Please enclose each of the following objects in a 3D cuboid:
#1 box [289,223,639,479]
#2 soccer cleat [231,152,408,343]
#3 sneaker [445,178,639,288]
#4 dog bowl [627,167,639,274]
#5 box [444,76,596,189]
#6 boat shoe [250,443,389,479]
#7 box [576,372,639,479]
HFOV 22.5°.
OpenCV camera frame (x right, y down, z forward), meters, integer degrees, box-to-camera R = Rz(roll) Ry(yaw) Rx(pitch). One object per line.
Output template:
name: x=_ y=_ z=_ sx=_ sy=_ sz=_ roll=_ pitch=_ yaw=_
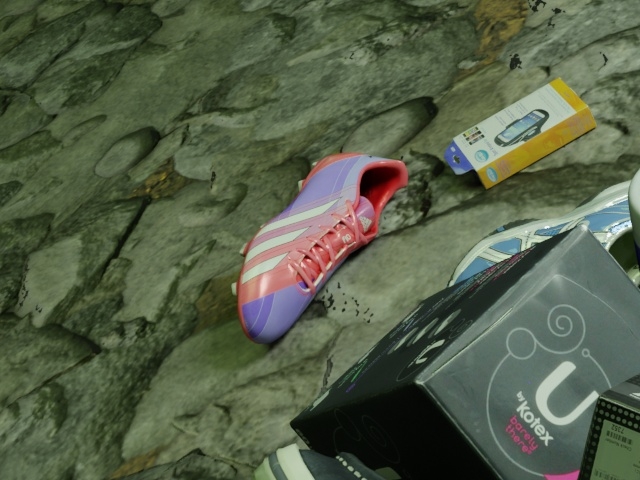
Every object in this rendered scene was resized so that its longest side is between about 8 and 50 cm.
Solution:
box: x=0.112 y=0.117 z=0.991 sx=0.143 sy=0.165 sz=0.270 roll=-41 pitch=1 yaw=-19
soccer cleat: x=0.000 y=0.000 z=1.489 sx=0.095 sy=0.083 sz=0.248 roll=-5 pitch=34 yaw=32
sneaker: x=0.191 y=0.021 z=1.264 sx=0.211 sy=0.080 sz=0.081 roll=-30 pitch=25 yaw=4
dog bowl: x=0.341 y=-0.004 z=1.058 sx=0.265 sy=0.104 sz=0.265 roll=-11 pitch=20 yaw=4
box: x=0.185 y=-0.098 z=1.521 sx=0.136 sy=0.028 sz=0.081 roll=-31 pitch=28 yaw=4
boat shoe: x=0.133 y=0.221 z=0.759 sx=0.156 sy=0.187 sz=0.500 roll=-36 pitch=33 yaw=-18
box: x=0.282 y=0.117 z=0.720 sx=0.270 sy=0.060 sz=0.216 roll=20 pitch=19 yaw=31
